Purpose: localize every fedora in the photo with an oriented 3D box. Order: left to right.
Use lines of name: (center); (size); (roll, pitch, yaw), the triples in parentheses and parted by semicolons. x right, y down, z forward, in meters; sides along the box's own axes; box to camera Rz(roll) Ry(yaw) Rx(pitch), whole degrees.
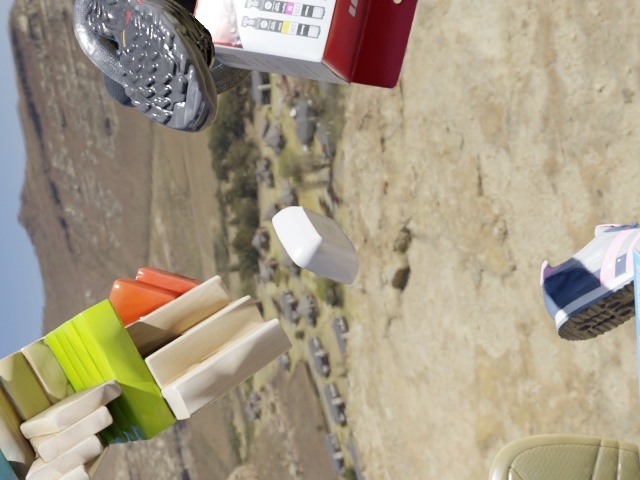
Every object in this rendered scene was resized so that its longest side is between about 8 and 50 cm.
fedora: (-0.272, -0.329, 1.387); (0.152, 0.333, 0.334); (-54, 48, 50)

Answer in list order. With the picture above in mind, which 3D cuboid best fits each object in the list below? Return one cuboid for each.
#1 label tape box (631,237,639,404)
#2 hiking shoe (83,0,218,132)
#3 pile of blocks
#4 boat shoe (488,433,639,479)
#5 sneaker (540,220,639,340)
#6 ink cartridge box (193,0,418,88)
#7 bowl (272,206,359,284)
label tape box: (0.356, 0.066, 0.710); (0.105, 0.333, 0.241); (27, 151, 41)
hiking shoe: (-0.135, -0.182, 0.759); (0.086, 0.114, 0.227); (-55, 52, 28)
pile of blocks: (-0.202, 0.107, 0.478); (0.113, 0.362, 0.149); (60, 169, -2)
boat shoe: (0.200, 0.165, 0.456); (0.073, 0.223, 0.080); (98, -177, -72)
sneaker: (0.436, 0.005, 1.065); (0.112, 0.319, 0.131); (39, -153, -42)
ink cartridge box: (-0.003, -0.383, 1.077); (0.130, 0.271, 0.310); (9, -87, -70)
bowl: (0.000, 0.000, 1.323); (0.053, 0.142, 0.142); (-52, 40, 18)
